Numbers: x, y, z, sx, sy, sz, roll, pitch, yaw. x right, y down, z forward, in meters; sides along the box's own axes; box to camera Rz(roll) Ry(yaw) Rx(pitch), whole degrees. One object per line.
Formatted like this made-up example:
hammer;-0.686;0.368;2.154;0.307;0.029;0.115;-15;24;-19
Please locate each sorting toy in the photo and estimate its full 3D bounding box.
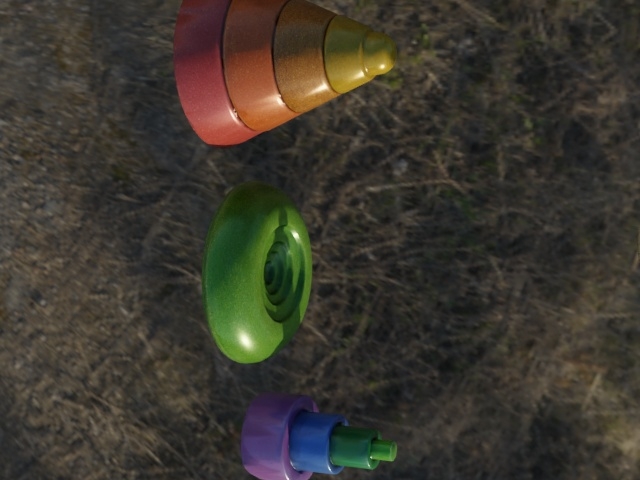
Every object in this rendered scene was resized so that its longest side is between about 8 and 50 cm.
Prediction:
sorting toy;0.000;0.000;0.764;0.127;0.126;0.365;-34;122;-60

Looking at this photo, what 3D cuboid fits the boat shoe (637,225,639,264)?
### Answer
boat shoe;0.285;0.013;0.821;0.170;0.059;0.062;10;75;-48
